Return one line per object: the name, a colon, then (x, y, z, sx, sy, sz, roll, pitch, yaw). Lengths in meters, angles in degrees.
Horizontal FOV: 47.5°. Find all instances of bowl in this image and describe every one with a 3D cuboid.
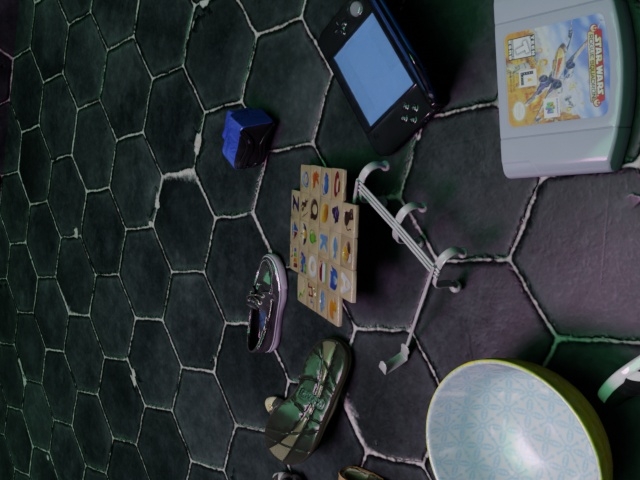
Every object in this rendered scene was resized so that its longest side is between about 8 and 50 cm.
bowl: (0.320, 0.306, 1.098, 0.290, 0.156, 0.289, 9, 103, 45)

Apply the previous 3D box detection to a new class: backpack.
backpack: (-0.161, -0.221, 1.571, 0.101, 0.098, 0.120, 50, 140, 37)

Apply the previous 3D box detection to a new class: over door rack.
over door rack: (0.129, 0.045, 1.311, 0.239, 0.108, 0.324, 52, 142, 30)

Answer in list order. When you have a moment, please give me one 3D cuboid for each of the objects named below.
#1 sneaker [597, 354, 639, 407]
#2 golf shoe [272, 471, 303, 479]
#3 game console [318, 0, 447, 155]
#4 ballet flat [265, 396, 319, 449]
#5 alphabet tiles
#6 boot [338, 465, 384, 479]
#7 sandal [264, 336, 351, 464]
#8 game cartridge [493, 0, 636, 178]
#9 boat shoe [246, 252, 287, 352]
sneaker: (0.481, 0.192, 0.969, 0.121, 0.079, 0.217, 57, 129, 26)
golf shoe: (-0.073, 0.612, 1.622, 0.094, 0.077, 0.198, 0, 89, 57)
game console: (0.075, -0.325, 1.252, 0.250, 0.173, 0.293, -42, 65, 41)
ballet flat: (-0.068, 0.401, 1.593, 0.173, 0.049, 0.057, 37, 122, 36)
alphabet tiles: (0.000, 0.000, 1.396, 0.342, 0.011, 0.285, -158, 68, -68)
boot: (0.116, 0.606, 1.405, 0.236, 0.089, 0.269, 9, 101, 45)
sandal: (-0.011, 0.339, 1.508, 0.120, 0.086, 0.302, 36, 104, 27)
game cartridge: (0.354, -0.244, 1.061, 0.198, 0.062, 0.297, 0, 96, 50)
boat shoe: (-0.130, 0.142, 1.601, 0.080, 0.076, 0.228, 22, 111, 42)
